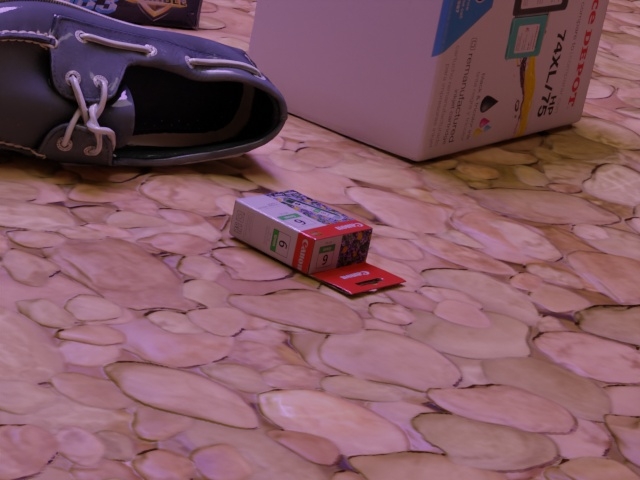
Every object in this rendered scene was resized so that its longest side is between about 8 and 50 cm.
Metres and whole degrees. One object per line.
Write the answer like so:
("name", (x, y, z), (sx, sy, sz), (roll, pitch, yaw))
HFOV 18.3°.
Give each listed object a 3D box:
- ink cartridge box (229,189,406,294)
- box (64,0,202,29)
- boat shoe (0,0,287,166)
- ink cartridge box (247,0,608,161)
("ink cartridge box", (0.000, 0.000, 1.363), (0.115, 0.029, 0.063), (26, 24, 35))
("box", (-0.288, -0.293, 1.942), (0.296, 0.073, 0.293), (3, 21, -21))
("boat shoe", (-0.163, -0.109, 1.447), (0.319, 0.116, 0.099), (1, 18, -40))
("ink cartridge box", (0.102, -0.206, 1.734), (0.197, 0.198, 0.270), (24, 24, 31))
